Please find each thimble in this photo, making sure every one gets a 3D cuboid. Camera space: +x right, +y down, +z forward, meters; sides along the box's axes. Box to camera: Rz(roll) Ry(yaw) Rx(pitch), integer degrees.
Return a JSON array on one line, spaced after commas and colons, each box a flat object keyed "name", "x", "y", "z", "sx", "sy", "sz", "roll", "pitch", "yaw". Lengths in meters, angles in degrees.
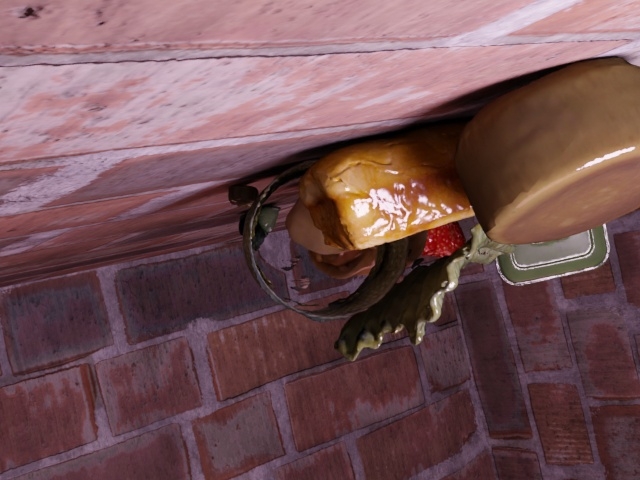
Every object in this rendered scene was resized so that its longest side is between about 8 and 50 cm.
[{"name": "thimble", "x": 0.000, "y": 0.000, "z": 1.427, "sx": 0.271, "sy": 0.270, "sz": 0.150, "roll": -13, "pitch": -179, "yaw": -12}]

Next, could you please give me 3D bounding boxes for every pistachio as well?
[{"name": "pistachio", "x": 0.073, "y": -0.038, "z": 1.673, "sx": 0.321, "sy": 0.229, "sz": 0.238, "roll": -3, "pitch": -140, "yaw": 46}]

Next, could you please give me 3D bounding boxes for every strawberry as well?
[{"name": "strawberry", "x": 0.233, "y": -0.054, "z": 2.202, "sx": 0.261, "sy": 0.257, "sz": 0.261, "roll": -17, "pitch": -173, "yaw": 2}]

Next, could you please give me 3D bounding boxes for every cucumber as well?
[{"name": "cucumber", "x": -0.159, "y": -0.043, "z": 2.163, "sx": 0.115, "sy": 0.086, "sz": 0.193, "roll": -59, "pitch": -167, "yaw": -17}]

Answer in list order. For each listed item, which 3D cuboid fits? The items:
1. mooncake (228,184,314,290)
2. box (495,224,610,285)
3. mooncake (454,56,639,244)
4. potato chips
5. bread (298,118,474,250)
[{"name": "mooncake", "x": -0.094, "y": -0.008, "z": 1.623, "sx": 0.150, "sy": 0.057, "sz": 0.347, "roll": -2, "pitch": 148, "yaw": 38}, {"name": "box", "x": 0.495, "y": -0.088, "z": 1.914, "sx": 0.253, "sy": 0.328, "sz": 0.178, "roll": -12, "pitch": -169, "yaw": 10}, {"name": "mooncake", "x": 0.321, "y": -0.113, "z": 1.093, "sx": 0.285, "sy": 0.155, "sz": 0.284, "roll": -17, "pitch": 162, "yaw": -6}, {"name": "potato chips", "x": 0.212, "y": 0.060, "z": 1.431, "sx": 0.389, "sy": 0.097, "sz": 0.373, "roll": -33, "pitch": 176, "yaw": -39}, {"name": "bread", "x": 0.146, "y": -0.095, "z": 1.288, "sx": 0.344, "sy": 0.148, "sz": 0.195, "roll": -17, "pitch": -173, "yaw": -18}]
